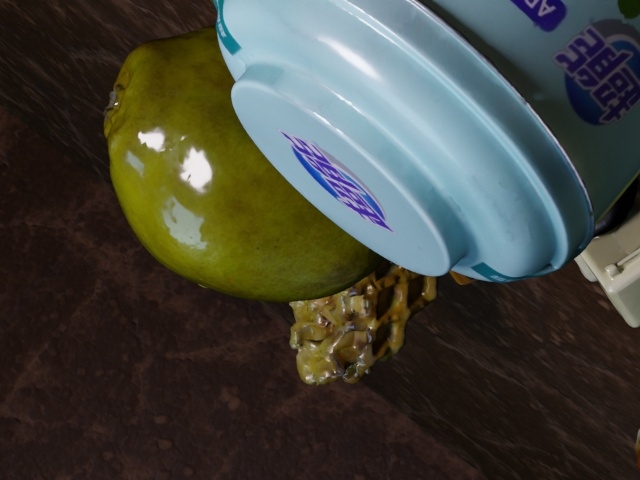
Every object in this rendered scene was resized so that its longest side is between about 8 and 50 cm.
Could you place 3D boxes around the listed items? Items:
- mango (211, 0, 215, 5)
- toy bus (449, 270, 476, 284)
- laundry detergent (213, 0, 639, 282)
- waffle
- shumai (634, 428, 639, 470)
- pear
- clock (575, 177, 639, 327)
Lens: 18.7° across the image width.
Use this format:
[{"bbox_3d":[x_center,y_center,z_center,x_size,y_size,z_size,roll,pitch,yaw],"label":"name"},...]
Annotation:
[{"bbox_3d":[-0.083,-0.271,1.863,0.137,0.091,0.237,42,169,17],"label":"mango"},{"bbox_3d":[0.122,-0.067,1.774,0.114,0.098,0.201,51,-167,-42],"label":"toy bus"},{"bbox_3d":[0.108,-0.147,1.231,0.287,0.305,0.287,38,167,11],"label":"laundry detergent"},{"bbox_3d":[0.000,0.000,2.134,0.151,0.261,0.324,30,168,46],"label":"waffle"},{"bbox_3d":[0.365,0.082,1.229,0.397,0.323,0.324,42,169,-8],"label":"shumai"},{"bbox_3d":[-0.062,-0.075,1.864,0.321,0.269,0.269,32,171,-20],"label":"pear"},{"bbox_3d":[0.166,-0.103,1.518,0.276,0.120,0.379,58,-172,36],"label":"clock"}]
